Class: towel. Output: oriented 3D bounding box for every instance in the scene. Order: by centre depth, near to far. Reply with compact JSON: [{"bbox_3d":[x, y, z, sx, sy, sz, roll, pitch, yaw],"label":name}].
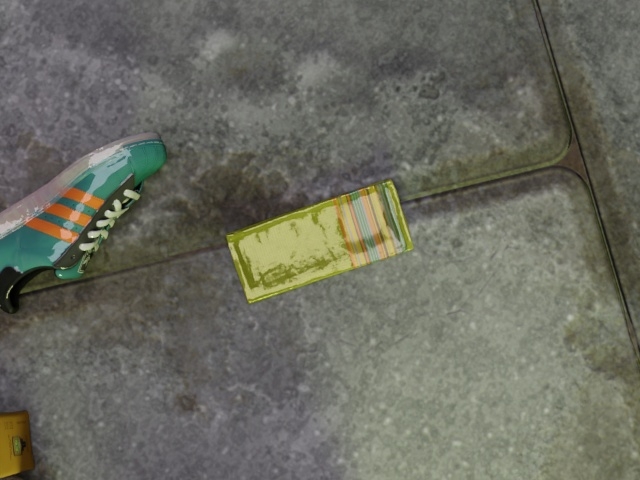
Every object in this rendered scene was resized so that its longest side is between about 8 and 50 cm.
[{"bbox_3d":[0.000,0.000,1.454,0.237,0.021,0.102,-19,82,-5],"label":"towel"}]

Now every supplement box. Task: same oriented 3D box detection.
[{"bbox_3d":[-0.402,0.244,1.289,0.080,0.233,0.078,-7,82,0],"label":"supplement box"}]

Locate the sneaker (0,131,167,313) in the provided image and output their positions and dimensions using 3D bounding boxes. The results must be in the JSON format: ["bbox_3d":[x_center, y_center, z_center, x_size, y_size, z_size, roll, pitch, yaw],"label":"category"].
[{"bbox_3d":[-0.311,-0.020,1.405,0.302,0.108,0.121,-34,85,1],"label":"sneaker"}]

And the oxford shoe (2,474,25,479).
[{"bbox_3d":[-0.445,0.445,1.334,0.130,0.123,0.348,38,82,30],"label":"oxford shoe"}]
